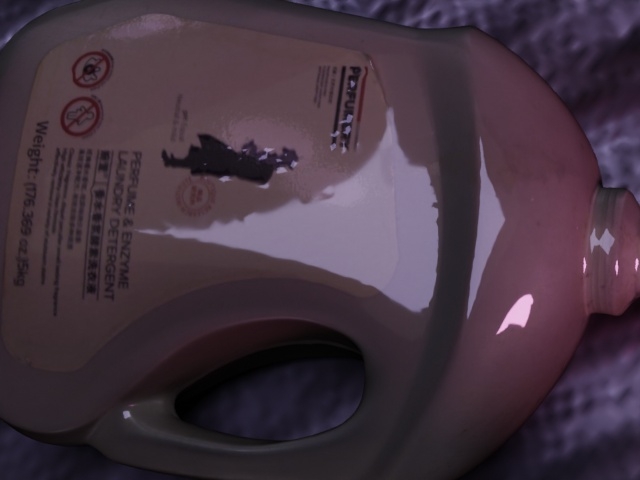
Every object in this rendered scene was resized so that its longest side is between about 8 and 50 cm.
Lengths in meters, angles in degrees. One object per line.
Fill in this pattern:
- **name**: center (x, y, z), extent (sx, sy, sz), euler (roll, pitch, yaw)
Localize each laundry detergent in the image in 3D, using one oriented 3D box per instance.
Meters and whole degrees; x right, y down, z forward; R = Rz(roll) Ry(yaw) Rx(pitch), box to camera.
- **laundry detergent**: center (0.000, 0.000, 0.546), extent (0.253, 0.091, 0.181), euler (5, 74, 18)
